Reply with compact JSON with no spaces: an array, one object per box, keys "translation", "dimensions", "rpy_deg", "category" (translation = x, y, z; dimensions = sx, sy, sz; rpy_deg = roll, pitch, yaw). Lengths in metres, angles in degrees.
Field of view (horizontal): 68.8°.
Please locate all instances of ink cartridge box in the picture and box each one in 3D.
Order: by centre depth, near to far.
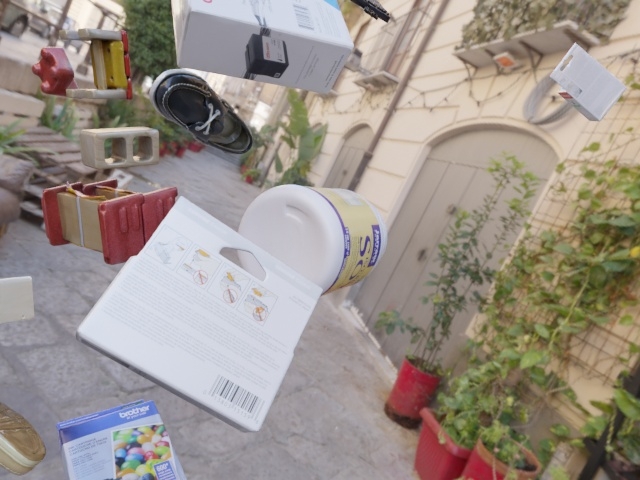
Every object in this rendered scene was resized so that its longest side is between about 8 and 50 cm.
[{"translation":[-0.160,0.106,0.687],"dimensions":[0.275,0.239,0.060],"rpy_deg":[35,-32,-13],"category":"ink cartridge box"},{"translation":[0.409,-0.245,0.727],"dimensions":[0.115,0.063,0.029],"rpy_deg":[34,11,-12],"category":"ink cartridge box"},{"translation":[-0.379,0.426,0.892],"dimensions":[0.185,0.065,0.311],"rpy_deg":[-7,33,-36],"category":"ink cartridge box"},{"translation":[-0.119,-0.425,0.900],"dimensions":[0.307,0.129,0.223],"rpy_deg":[2,59,-27],"category":"ink cartridge box"}]

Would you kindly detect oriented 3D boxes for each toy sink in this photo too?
[{"translation":[-0.942,0.175,1.322],"dimensions":[0.234,0.131,0.152],"rpy_deg":[-4,0,36],"category":"toy sink"}]

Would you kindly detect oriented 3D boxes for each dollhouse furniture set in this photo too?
[{"translation":[-0.375,-0.160,0.820],"dimensions":[0.201,0.375,0.152],"rpy_deg":[13,20,31],"category":"dollhouse furniture set"}]

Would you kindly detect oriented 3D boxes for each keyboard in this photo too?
[{"translation":[0.117,-0.612,1.199],"dimensions":[0.180,0.023,0.108],"rpy_deg":[0,59,-47],"category":"keyboard"}]

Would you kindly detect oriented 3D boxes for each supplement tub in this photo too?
[{"translation":[0.000,0.000,1.051],"dimensions":[0.241,0.241,0.331],"rpy_deg":[29,17,23],"category":"supplement tub"}]

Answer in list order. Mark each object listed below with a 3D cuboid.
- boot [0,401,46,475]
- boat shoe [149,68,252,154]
[{"translation":[-0.566,0.325,0.682],"dimensions":[0.261,0.204,0.095],"rpy_deg":[31,-17,3],"category":"boot"},{"translation":[-0.234,-0.261,0.989],"dimensions":[0.091,0.114,0.302],"rpy_deg":[43,12,16],"category":"boat shoe"}]
